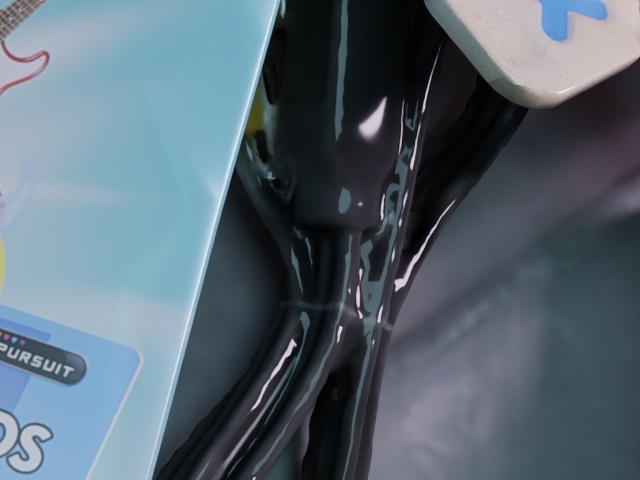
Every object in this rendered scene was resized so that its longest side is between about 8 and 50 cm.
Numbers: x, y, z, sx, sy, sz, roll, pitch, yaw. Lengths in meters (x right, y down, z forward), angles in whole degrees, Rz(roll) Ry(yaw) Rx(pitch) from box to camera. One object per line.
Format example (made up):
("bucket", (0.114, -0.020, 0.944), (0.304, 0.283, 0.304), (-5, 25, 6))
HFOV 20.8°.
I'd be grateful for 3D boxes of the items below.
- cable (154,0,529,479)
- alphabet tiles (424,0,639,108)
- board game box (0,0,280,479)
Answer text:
("cable", (0.000, 0.000, 0.548), (0.139, 0.072, 0.287), (11, 84, -38))
("alphabet tiles", (0.095, -0.146, 0.581), (0.278, 0.021, 0.284), (-30, 77, -41))
("board game box", (-0.145, -0.038, 0.389), (0.254, 0.079, 0.336), (16, 70, -8))
